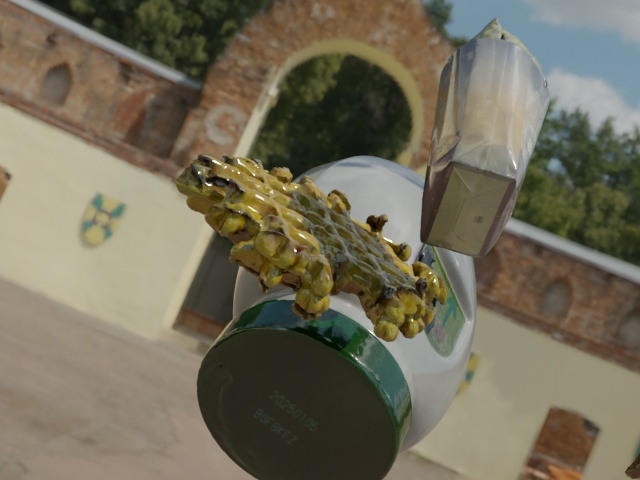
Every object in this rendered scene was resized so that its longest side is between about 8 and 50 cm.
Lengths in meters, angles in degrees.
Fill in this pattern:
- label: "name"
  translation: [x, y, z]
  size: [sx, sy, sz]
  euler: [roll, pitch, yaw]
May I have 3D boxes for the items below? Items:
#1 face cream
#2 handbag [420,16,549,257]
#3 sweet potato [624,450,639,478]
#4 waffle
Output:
- label: "face cream"
  translation: [0.035, 0.083, 1.192]
  size: [0.219, 0.357, 0.312]
  euler: [-11, -65, 30]
- label: "handbag"
  translation: [0.137, -0.085, 0.915]
  size: [0.095, 0.173, 0.117]
  euler: [15, -35, -1]
- label: "sweet potato"
  translation: [0.331, 0.121, 0.886]
  size: [0.051, 0.218, 0.065]
  euler: [52, 11, 18]
- label: "waffle"
  translation: [0.000, 0.000, 0.932]
  size: [0.229, 0.051, 0.231]
  euler: [36, 19, 17]
